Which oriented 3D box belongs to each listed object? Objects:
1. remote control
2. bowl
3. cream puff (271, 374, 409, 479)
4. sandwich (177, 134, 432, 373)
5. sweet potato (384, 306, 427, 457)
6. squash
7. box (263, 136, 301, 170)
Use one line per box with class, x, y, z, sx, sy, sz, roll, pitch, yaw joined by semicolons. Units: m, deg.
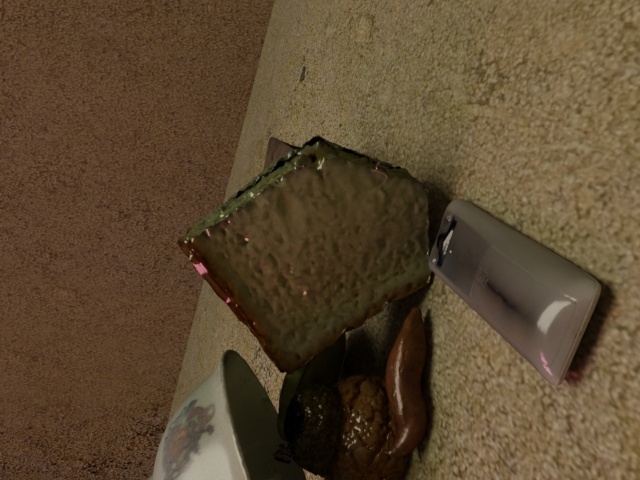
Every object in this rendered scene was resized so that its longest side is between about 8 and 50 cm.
remote control;0.194;0.040;0.734;0.313;0.055;0.109;-126;50;-66
bowl;-0.136;0.399;0.949;0.435;0.196;0.434;156;90;-89
cream puff;0.020;0.282;0.937;0.183;0.169;0.183;-169;90;-70
sandwich;0.000;0.001;0.924;0.325;0.262;0.131;-35;20;-1
sweet potato;0.118;0.191;0.881;0.058;0.055;0.202;122;153;-70
squash;-0.012;0.236;1.081;0.219;0.041;0.219;13;-90;-73
box;0.002;-0.040;1.140;0.297;0.191;0.225;-134;56;-69
